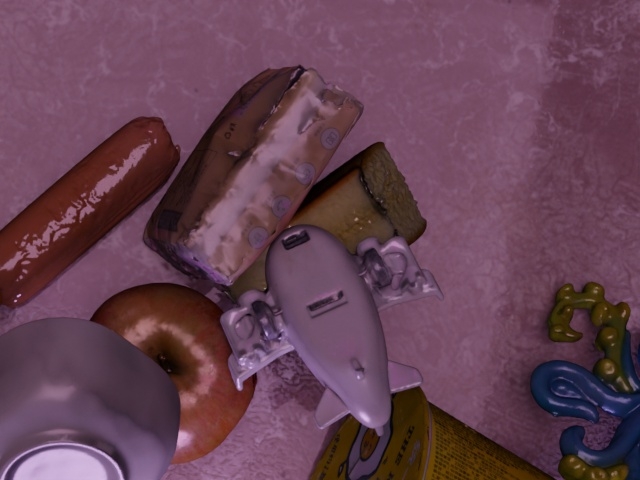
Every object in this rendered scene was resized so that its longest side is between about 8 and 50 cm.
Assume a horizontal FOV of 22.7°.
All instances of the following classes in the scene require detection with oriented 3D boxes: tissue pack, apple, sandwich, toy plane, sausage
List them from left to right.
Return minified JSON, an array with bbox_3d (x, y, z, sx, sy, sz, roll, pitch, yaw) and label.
[{"bbox_3d":[-0.282,-0.034,1.852,0.289,0.086,0.086,-43,93,-9],"label":"sausage"},{"bbox_3d":[-0.175,0.151,1.818,0.209,0.164,0.209,0,83,-1],"label":"apple"},{"bbox_3d":[-0.087,-0.078,1.819,0.123,0.215,0.257,39,81,-14],"label":"tissue pack"},{"bbox_3d":[0.000,0.000,1.876,0.235,0.128,0.122,-33,93,24],"label":"sandwich"},{"bbox_3d":[0.015,0.094,1.746,0.252,0.118,0.252,-2,66,5],"label":"toy plane"}]

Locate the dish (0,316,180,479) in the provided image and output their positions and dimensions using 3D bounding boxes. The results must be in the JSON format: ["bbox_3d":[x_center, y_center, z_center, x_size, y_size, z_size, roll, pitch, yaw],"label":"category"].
[{"bbox_3d":[-0.269,0.211,1.649,0.256,0.117,0.256,-5,129,-7],"label":"dish"}]

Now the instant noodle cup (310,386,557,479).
[{"bbox_3d":[0.137,0.348,1.790,0.254,0.325,0.326,25,83,-16],"label":"instant noodle cup"}]

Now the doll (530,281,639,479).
[{"bbox_3d":[0.420,0.191,1.893,0.346,0.099,0.341,27,52,-1],"label":"doll"}]
